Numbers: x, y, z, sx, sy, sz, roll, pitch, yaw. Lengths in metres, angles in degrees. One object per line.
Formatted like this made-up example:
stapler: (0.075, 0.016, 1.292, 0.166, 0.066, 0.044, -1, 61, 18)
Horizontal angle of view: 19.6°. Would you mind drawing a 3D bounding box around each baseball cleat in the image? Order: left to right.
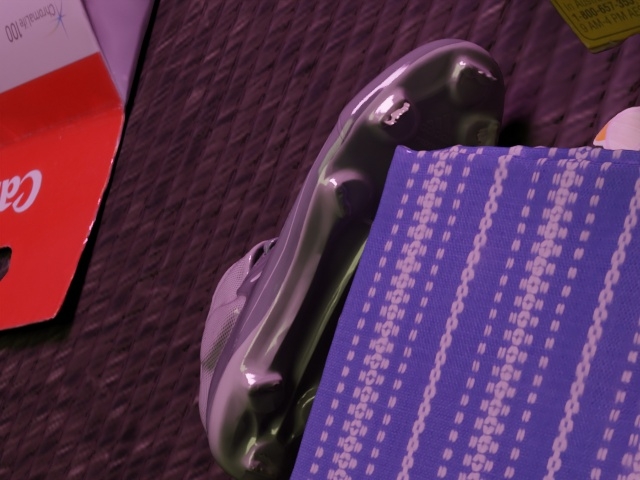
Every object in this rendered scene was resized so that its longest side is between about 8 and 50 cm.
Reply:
baseball cleat: (0.000, 0.000, 0.781, 0.206, 0.072, 0.109, -59, 25, 5)

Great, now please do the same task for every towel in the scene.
towel: (0.099, 0.087, 0.575, 0.336, 0.040, 0.243, 7, 77, 56)

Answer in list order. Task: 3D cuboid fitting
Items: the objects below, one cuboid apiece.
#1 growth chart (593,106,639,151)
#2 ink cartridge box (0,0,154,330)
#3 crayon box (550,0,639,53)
growth chart: (0.099, 0.050, 0.645, 0.237, 0.021, 0.172, -58, 33, 10)
ink cartridge box: (-0.218, -0.129, 1.174, 0.308, 0.091, 0.385, -11, 60, 54)
crayon box: (0.077, -0.218, 0.571, 0.202, 0.318, 0.081, -12, 36, 53)
